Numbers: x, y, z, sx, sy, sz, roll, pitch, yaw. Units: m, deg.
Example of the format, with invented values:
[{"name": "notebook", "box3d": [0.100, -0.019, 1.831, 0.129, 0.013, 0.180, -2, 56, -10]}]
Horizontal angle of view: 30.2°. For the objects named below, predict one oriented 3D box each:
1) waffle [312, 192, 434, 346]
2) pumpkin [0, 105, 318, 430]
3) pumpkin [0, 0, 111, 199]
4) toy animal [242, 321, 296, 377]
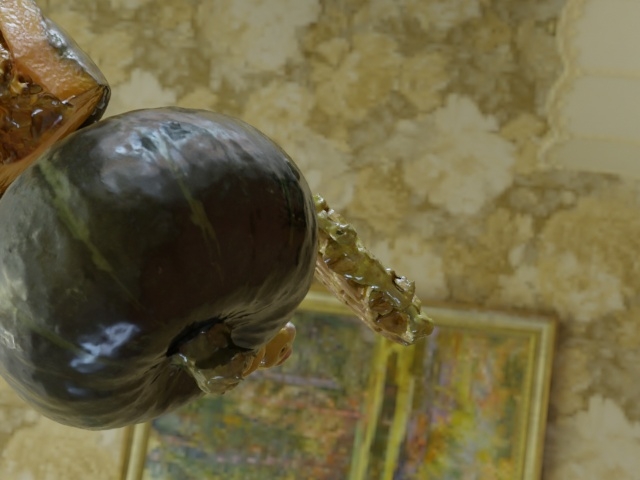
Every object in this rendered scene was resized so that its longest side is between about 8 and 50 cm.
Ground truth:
[{"name": "waffle", "box3d": [0.000, 0.000, 1.369, 0.325, 0.068, 0.302, 50, 173, -28]}, {"name": "pumpkin", "box3d": [-0.077, 0.013, 0.550, 0.167, 0.125, 0.167, -22, -47, -27]}, {"name": "pumpkin", "box3d": [-0.476, -0.194, 1.752, 0.303, 0.225, 0.256, -37, -1, -22]}, {"name": "toy animal", "box3d": [-0.061, 0.081, 1.029, 0.159, 0.070, 0.083, 11, -107, -59]}]
